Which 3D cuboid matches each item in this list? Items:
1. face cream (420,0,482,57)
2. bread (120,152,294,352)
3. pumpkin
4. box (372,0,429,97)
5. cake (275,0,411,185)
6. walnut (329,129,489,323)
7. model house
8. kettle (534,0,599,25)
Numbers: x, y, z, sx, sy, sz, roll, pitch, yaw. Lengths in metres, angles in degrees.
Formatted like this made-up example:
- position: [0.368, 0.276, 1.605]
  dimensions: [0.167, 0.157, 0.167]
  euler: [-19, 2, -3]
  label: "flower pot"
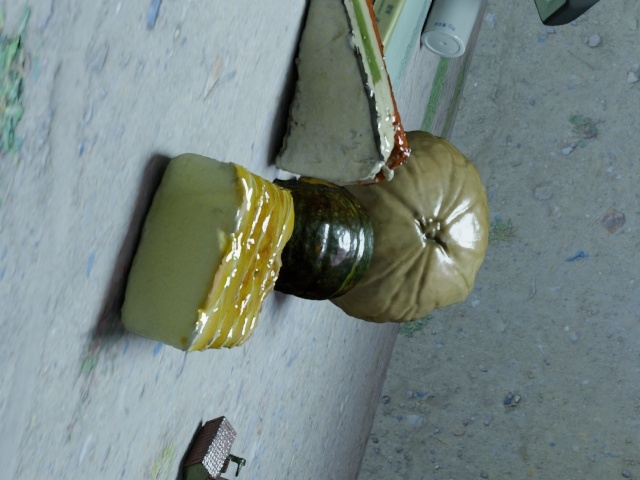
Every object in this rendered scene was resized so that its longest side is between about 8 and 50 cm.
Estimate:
- position: [0.236, -0.423, 2.116]
  dimensions: [0.077, 0.077, 0.250]
  euler: [87, 22, -67]
  label: "face cream"
- position: [-0.073, 0.012, 0.896]
  dimensions: [0.188, 0.068, 0.125]
  euler: [23, 84, -82]
  label: "bread"
- position: [0.000, 0.000, 1.271]
  dimensions: [0.183, 0.108, 0.119]
  euler: [-40, 141, -79]
  label: "pumpkin"
- position: [0.085, -0.256, 1.534]
  dimensions: [0.210, 0.045, 0.270]
  euler: [95, 13, -55]
  label: "box"
- position: [0.037, -0.150, 1.161]
  dimensions: [0.086, 0.117, 0.220]
  euler: [-26, 133, -71]
  label: "cake"
- position: [0.081, -0.016, 1.438]
  dimensions: [0.228, 0.228, 0.228]
  euler: [16, 90, -82]
  label: "walnut"
- position: [-0.098, 0.213, 1.192]
  dimensions: [0.083, 0.057, 0.058]
  euler: [-62, 171, -47]
  label: "model house"
- position: [0.337, -0.504, 1.856]
  dimensions: [0.376, 0.250, 0.361]
  euler: [80, -7, -79]
  label: "kettle"
